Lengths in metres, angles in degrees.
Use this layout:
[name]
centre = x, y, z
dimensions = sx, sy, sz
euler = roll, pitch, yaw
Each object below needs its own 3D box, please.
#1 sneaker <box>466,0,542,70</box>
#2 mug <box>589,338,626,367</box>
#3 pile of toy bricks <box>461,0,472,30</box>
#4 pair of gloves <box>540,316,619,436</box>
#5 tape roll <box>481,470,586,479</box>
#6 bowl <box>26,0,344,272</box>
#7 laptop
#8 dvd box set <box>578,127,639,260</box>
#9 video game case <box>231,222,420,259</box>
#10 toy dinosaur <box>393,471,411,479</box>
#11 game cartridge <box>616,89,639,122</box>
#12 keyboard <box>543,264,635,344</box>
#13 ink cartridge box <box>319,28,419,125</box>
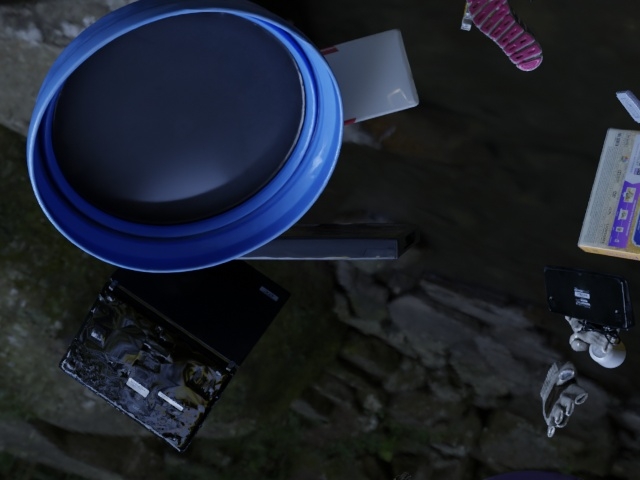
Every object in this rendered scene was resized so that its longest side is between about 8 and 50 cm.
[sneaker]
centre = 0.296, -0.341, 1.436
dimensions = 0.170, 0.063, 0.075
euler = 52, -160, 6
[mug]
centre = 0.555, 0.209, 1.757
dimensions = 0.062, 0.078, 0.064
euler = -20, 159, 31
[pile of toy bricks]
centre = 0.311, -0.453, 1.532
dimensions = 0.118, 0.105, 0.212
euler = 13, 157, 2
[pair of gloves]
centre = 0.408, 0.182, 1.444
dimensions = 0.042, 0.240, 0.204
euler = 21, -165, 1
[tape roll]
centre = 0.209, 0.364, 0.850
dimensions = 0.275, 0.275, 0.090
euler = 21, 180, 14
[bowl]
centre = -0.163, -0.129, 1.122
dimensions = 0.391, 0.391, 0.077
euler = 34, -159, -43
[laptop]
centre = -0.221, 0.138, 1.370
dimensions = 0.234, 0.264, 0.136
euler = 34, -163, 4
[dvd box set]
centre = 0.829, -0.092, 2.040
dimensions = 0.420, 0.307, 0.062
euler = 10, 169, 37
[video game case]
centre = 0.000, 0.000, 1.365
dimensions = 0.275, 0.035, 0.248
euler = 0, -175, 13
[toy dinosaur]
centre = 0.116, 0.394, 1.310
dimensions = 0.092, 0.053, 0.183
euler = 32, -171, 13
[game cartridge]
centre = 0.676, -0.289, 1.937
dimensions = 0.083, 0.017, 0.056
euler = 49, -177, -10
[keyboard]
centre = 0.385, 0.087, 1.269
dimensions = 0.038, 0.100, 0.192
euler = -9, -173, -17
[ink cartridge box]
centre = 0.042, -0.238, 1.367
dimensions = 0.197, 0.114, 0.273
euler = -14, -172, 8
